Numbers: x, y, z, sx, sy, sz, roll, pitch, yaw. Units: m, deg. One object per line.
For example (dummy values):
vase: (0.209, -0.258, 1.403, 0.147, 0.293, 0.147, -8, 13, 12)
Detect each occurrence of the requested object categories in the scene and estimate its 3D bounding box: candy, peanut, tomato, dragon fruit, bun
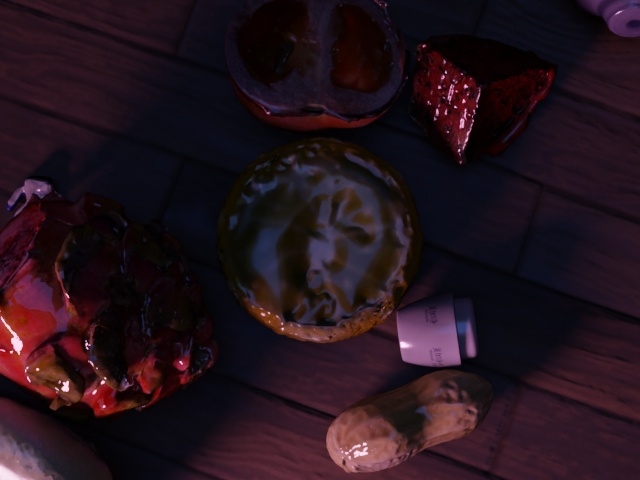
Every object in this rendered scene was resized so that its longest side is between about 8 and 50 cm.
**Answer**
candy: (0.000, 0.000, 1.565, 0.260, 0.118, 0.260, 0, 86, -2)
peanut: (0.109, 0.216, 1.542, 0.214, 0.098, 0.090, -24, 74, -2)
tomato: (-0.009, -0.220, 1.583, 0.228, 0.112, 0.199, 8, 70, -7)
dragon fruit: (-0.264, 0.092, 1.505, 0.291, 0.269, 0.250, 35, 69, -29)
dragon fruit: (0.199, -0.187, 1.590, 0.161, 0.120, 0.127, -19, 52, -33)
bun: (-0.371, 0.296, 1.519, 0.293, 0.187, 0.293, 3, 112, 8)

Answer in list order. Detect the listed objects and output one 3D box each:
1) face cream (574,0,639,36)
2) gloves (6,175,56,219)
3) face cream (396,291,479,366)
face cream: (0.393, -0.456, 1.602, 0.235, 0.137, 0.420, 3, 73, 5)
gloves: (-0.369, -0.040, 1.629, 0.064, 0.026, 0.086, 5, 90, 4)
face cream: (0.144, 0.111, 1.554, 0.095, 0.091, 0.091, -7, 84, 7)
